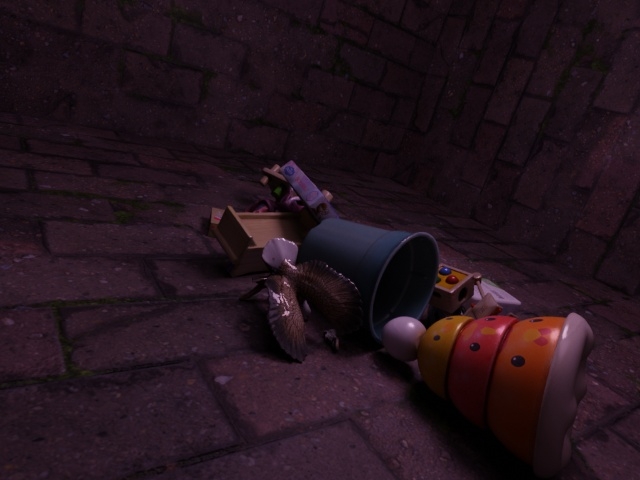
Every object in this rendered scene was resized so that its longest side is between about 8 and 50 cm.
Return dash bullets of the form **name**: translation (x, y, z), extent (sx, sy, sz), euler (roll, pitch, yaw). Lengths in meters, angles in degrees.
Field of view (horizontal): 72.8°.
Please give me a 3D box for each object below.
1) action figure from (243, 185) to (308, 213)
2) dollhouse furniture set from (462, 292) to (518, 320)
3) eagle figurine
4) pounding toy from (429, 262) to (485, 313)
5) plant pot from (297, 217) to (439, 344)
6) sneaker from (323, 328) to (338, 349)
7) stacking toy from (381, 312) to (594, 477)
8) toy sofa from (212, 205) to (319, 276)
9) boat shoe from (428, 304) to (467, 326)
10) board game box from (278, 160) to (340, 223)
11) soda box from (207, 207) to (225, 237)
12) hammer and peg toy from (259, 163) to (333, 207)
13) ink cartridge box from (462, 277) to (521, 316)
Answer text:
- **action figure**: translation (-0.154, -0.102, 1.706), extent (0.248, 0.275, 0.370), euler (32, 9, 22)
- **dollhouse furniture set**: translation (0.557, 0.278, 1.293), extent (0.259, 0.135, 0.262), euler (30, 23, -18)
- **eagle figurine**: translation (-0.054, 0.152, 1.170), extent (0.225, 0.226, 0.298), euler (27, 5, -37)
- **pounding toy**: translation (0.454, 0.138, 1.411), extent (0.206, 0.094, 0.181), euler (-29, 32, -31)
- **plant pot**: translation (0.130, 0.093, 1.334), extent (0.334, 0.341, 0.341), euler (22, 17, 40)
- **sneaker**: translation (0.028, 0.268, 1.165), extent (0.037, 0.032, 0.083), euler (-1, 18, -10)
- **stacking toy**: translation (0.354, 0.297, 1.043), extent (0.480, 0.350, 0.350), euler (11, 12, 35)
- **toy sofa**: translation (-0.173, -0.005, 1.463), extent (0.362, 0.177, 0.150), euler (-5, 48, -47)
- **boat shoe**: translation (0.435, 0.250, 1.447), extent (0.105, 0.113, 0.306), euler (24, 21, -2)
- **board game box**: translation (0.000, -0.108, 1.599), extent (0.318, 0.066, 0.318), euler (53, -1, -40)
- **soda box**: translation (-0.400, -0.069, 1.688), extent (0.061, 0.058, 0.181), euler (12, 20, -17)
- **hammer and peg toy**: translation (-0.105, -0.187, 2.031), extent (0.361, 0.127, 0.266), euler (29, -22, 29)
- **ink cartridge box**: translation (0.572, 0.222, 1.639), extent (0.273, 0.115, 0.198), euler (9, 20, -24)
